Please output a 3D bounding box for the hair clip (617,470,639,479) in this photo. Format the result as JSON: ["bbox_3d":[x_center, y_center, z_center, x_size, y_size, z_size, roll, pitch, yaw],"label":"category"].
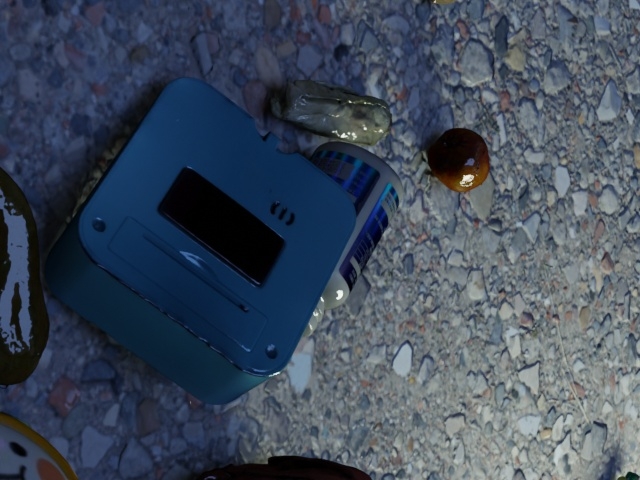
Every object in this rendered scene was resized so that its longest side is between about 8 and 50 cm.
[{"bbox_3d":[0.395,0.382,1.986,0.173,0.049,0.049,-55,129,-26],"label":"hair clip"}]

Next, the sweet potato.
[{"bbox_3d":[-0.277,0.012,1.245,0.081,0.062,0.233,-20,104,-42],"label":"sweet potato"}]

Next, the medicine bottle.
[{"bbox_3d":[0.000,0.000,1.497,0.107,0.107,0.191,50,59,-36],"label":"medicine bottle"}]

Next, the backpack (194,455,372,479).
[{"bbox_3d":[-0.018,0.279,1.421,0.229,0.229,0.138,20,75,-45],"label":"backpack"}]

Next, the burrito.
[{"bbox_3d":[0.019,-0.137,1.554,0.188,0.045,0.058,10,111,-48],"label":"burrito"}]

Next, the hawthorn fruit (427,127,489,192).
[{"bbox_3d":[0.161,-0.092,1.690,0.077,0.077,0.077,-5,96,-46],"label":"hawthorn fruit"}]

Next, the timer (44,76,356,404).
[{"bbox_3d":[-0.104,-0.003,1.365,0.232,0.091,0.250,38,53,-11],"label":"timer"}]

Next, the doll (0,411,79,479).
[{"bbox_3d":[-0.300,0.211,1.166,0.213,0.236,0.213,-13,136,-13],"label":"doll"}]

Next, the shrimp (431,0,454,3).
[{"bbox_3d":[0.123,-0.339,1.641,0.254,0.059,0.145,-15,114,-50],"label":"shrimp"}]
